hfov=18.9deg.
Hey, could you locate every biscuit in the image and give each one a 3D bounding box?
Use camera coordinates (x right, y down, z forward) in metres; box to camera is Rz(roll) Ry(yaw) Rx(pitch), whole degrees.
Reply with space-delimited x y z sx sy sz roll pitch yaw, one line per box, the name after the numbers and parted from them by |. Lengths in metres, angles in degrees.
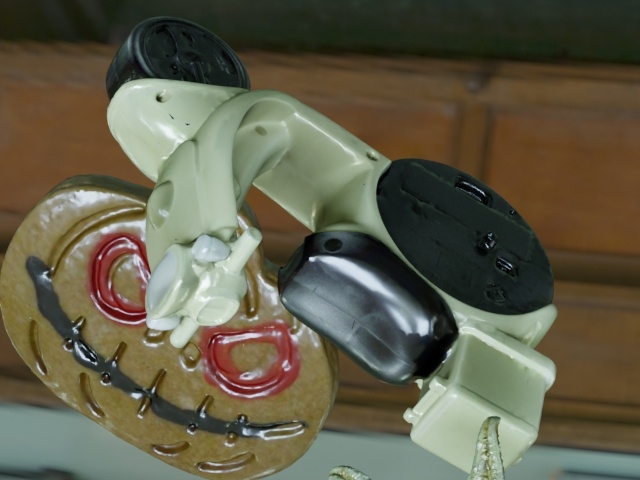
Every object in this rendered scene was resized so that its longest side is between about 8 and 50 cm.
-0.147 0.082 1.927 0.367 0.063 0.314 32 123 1 | biscuit

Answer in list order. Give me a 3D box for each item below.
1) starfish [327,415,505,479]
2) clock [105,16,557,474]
0.087 0.195 1.200 0.208 0.176 0.053 20 -179 24 | starfish
0.000 0.000 1.393 0.379 0.276 0.120 26 128 -10 | clock
